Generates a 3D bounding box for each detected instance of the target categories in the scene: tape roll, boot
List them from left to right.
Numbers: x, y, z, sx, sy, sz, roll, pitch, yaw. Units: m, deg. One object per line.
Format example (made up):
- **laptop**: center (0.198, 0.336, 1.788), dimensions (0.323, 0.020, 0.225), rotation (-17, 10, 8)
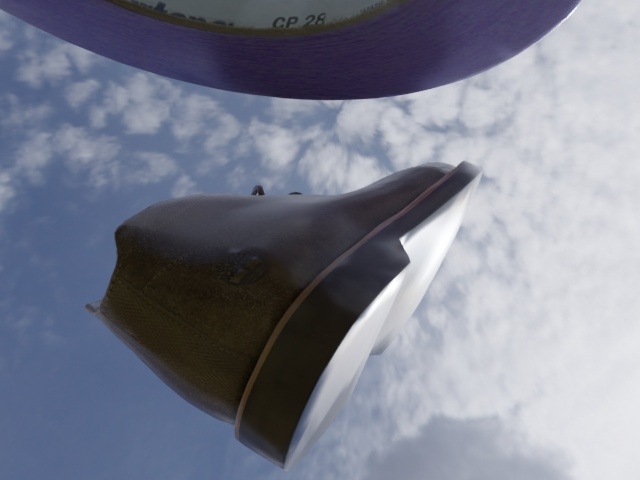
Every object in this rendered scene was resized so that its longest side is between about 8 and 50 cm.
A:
- **tape roll**: center (-0.038, -0.152, 0.333), dimensions (0.275, 0.275, 0.090), rotation (16, -112, -1)
- **boot**: center (0.000, 0.000, 0.537), dimensions (0.115, 0.305, 0.112), rotation (27, -70, 14)
